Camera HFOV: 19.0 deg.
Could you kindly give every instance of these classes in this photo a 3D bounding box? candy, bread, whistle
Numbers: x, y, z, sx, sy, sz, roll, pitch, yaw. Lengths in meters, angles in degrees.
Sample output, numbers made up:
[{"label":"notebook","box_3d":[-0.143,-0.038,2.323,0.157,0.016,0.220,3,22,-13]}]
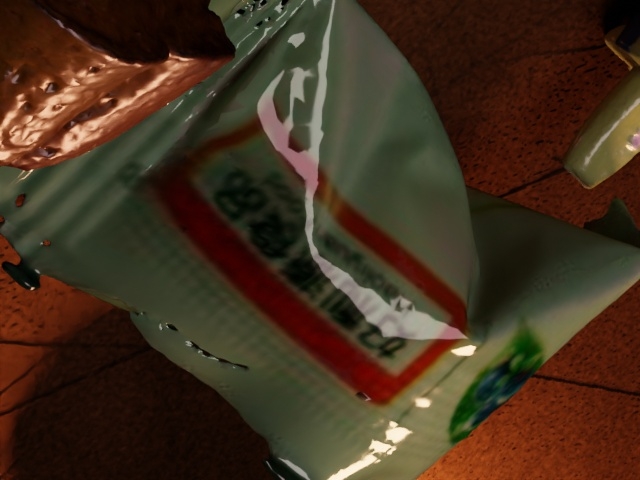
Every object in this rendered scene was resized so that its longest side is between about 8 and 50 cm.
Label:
[{"label":"candy","box_3d":[-0.002,-0.004,1.136,0.263,0.172,0.398,-45,121,12]},{"label":"bread","box_3d":[-0.154,-0.138,0.884,0.135,0.232,0.247,-42,178,16]},{"label":"whistle","box_3d":[0.241,-0.124,1.229,0.227,0.085,0.105,-47,133,4]}]
